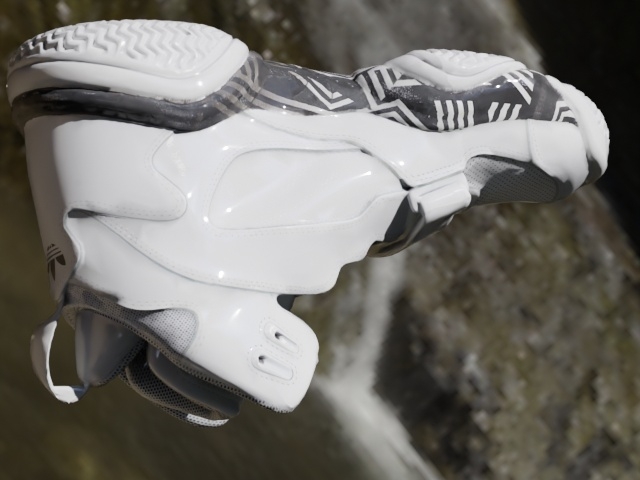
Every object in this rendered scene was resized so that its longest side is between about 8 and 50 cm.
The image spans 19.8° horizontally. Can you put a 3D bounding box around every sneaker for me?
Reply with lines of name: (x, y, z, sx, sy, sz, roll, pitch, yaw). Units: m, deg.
sneaker: (0.000, 0.000, 1.043, 0.137, 0.366, 0.210, 159, -66, -64)
